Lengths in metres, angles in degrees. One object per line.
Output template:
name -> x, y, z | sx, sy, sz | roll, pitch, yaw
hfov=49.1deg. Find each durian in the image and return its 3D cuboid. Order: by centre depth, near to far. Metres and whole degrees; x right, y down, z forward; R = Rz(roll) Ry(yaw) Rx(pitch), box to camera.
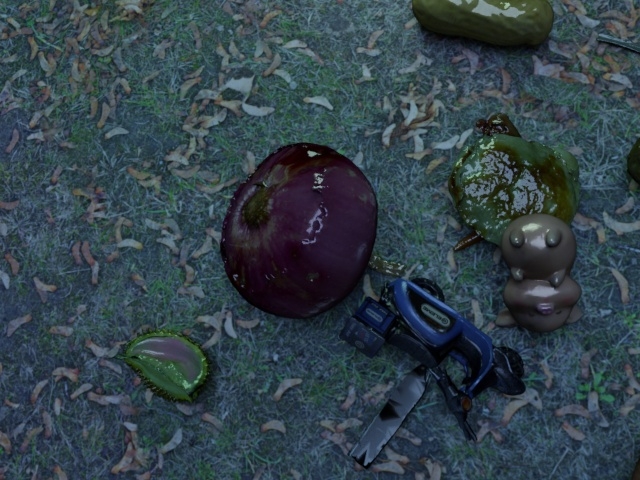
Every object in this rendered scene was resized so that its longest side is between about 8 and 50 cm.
durian -> -0.325, 0.271, 1.498 | 0.221, 0.095, 0.137 | 27, 46, 18

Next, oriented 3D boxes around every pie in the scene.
pie -> 0.400, -0.110, 1.455 | 0.274, 0.105, 0.257 | 33, 77, 7

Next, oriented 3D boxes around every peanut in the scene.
peanut -> 0.360, -0.521, 1.560 | 0.319, 0.147, 0.147 | 17, 79, 17

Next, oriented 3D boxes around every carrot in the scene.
carrot -> 0.343, -0.014, 1.483 | 0.142, 0.035, 0.035 | -31, 72, 3

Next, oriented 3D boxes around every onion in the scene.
onion -> -0.036, -0.011, 1.431 | 0.359, 0.345, 0.358 | -10, 61, 19

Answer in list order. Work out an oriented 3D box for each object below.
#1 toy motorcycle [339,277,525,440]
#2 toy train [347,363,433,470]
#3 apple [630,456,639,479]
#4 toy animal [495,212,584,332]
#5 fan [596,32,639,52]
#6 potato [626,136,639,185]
toy motorcycle -> 0.232, 0.219, 1.370 | 0.359, 0.125, 0.212 | 34, 52, 8
toy train -> 0.152, 0.348, 1.415 | 0.055, 0.048, 0.252 | 36, 78, 22
apple -> 0.669, 0.451, 1.199 | 0.254, 0.253, 0.253 | -3, 75, 9
toy animal -> 0.422, 0.066, 1.361 | 0.167, 0.154, 0.250 | 4, 117, 25
fan -> 0.771, -0.403, 1.522 | 0.335, 0.011, 0.229 | 20, 80, 13
potato -> 0.740, -0.190, 1.421 | 0.251, 0.113, 0.149 | -33, 64, -9
